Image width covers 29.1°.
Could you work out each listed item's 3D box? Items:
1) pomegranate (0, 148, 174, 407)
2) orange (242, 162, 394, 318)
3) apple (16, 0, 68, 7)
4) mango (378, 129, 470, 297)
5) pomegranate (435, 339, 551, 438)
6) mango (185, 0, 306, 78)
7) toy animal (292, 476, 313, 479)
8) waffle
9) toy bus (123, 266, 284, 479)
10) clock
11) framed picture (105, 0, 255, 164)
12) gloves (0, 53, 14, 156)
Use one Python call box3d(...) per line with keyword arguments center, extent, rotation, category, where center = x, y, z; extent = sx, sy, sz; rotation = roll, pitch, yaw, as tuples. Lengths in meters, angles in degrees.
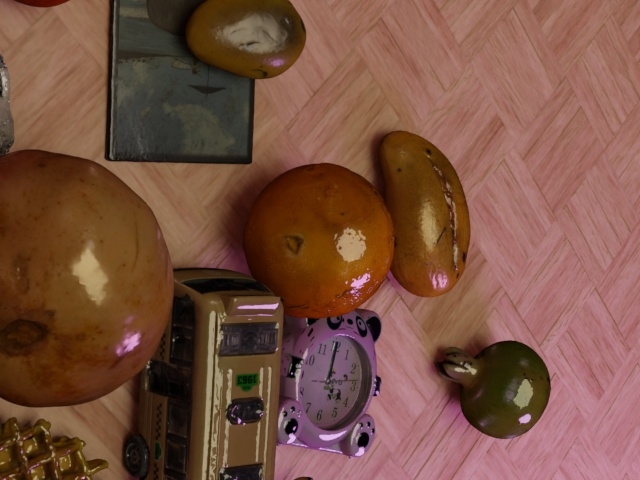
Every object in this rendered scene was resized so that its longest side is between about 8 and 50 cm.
box3d(center=(-0.341, 0.035, 1.561), extent=(0.338, 0.338, 0.338), rotation=(-5, 98, -41), category="pomegranate")
box3d(center=(0.000, 0.000, 1.886), extent=(0.240, 0.240, 0.240), rotation=(-5, 98, -41), category="orange")
box3d(center=(-0.363, -0.381, 1.594), extent=(0.163, 0.139, 0.163), rotation=(-8, 102, -39), category="apple")
box3d(center=(0.180, -0.046, 2.115), extent=(0.177, 0.120, 0.295), rotation=(-18, 106, -40), category="mango")
box3d(center=(0.316, 0.275, 2.246), extent=(0.210, 0.179, 0.179), rotation=(-3, 97, -23), category="pomegranate")
box3d(center=(-0.110, -0.306, 1.832), extent=(0.195, 0.098, 0.137), rotation=(-13, 107, -35), category="mango")
box3d(center=(-0.114, 0.446, 1.945), extent=(0.116, 0.114, 0.255), rotation=(46, 50, 14), category="toy animal")
box3d(center=(-0.414, 0.373, 1.683), extent=(0.293, 0.069, 0.260), rotation=(30, 73, -36), category="waffle")
box3d(center=(-0.160, 0.226, 1.797), extent=(0.177, 0.202, 0.365), rotation=(0, 94, -40), category="toy bus")
box3d(center=(0.004, 0.221, 2.015), extent=(0.227, 0.090, 0.248), rotation=(18, 81, -41), category="clock")
box3d(center=(-0.200, -0.286, 1.829), extent=(0.265, 0.016, 0.347), rotation=(0, 96, -42), category="framed picture")
box3d(center=(-0.450, -0.174, 1.585), extent=(0.114, 0.070, 0.153), rotation=(-12, 105, -40), category="gloves")
